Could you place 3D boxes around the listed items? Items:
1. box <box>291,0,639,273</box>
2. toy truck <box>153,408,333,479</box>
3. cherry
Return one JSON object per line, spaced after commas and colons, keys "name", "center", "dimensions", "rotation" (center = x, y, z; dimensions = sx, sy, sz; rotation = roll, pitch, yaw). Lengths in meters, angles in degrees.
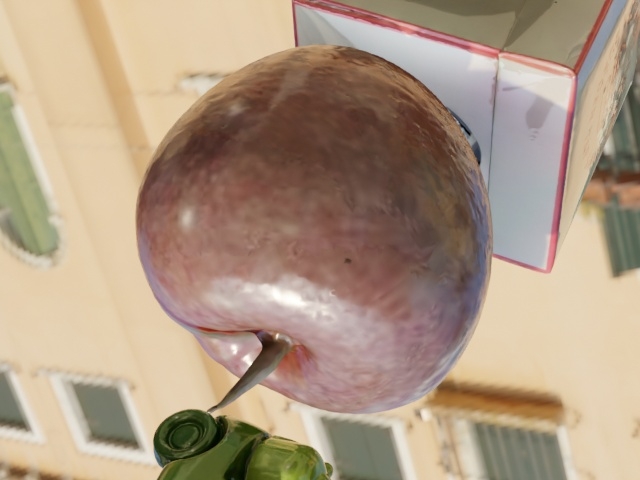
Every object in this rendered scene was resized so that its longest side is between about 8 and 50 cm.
{"name": "box", "center": [0.166, -0.206, 1.628], "dimensions": [0.300, 0.314, 0.312], "rotation": [17, -125, 16]}
{"name": "toy truck", "center": [-0.058, 0.235, 1.260], "dimensions": [0.211, 0.148, 0.187], "rotation": [-5, -139, 15]}
{"name": "cherry", "center": [0.000, 0.000, 0.996], "dimensions": [0.213, 0.236, 0.285], "rotation": [-3, -135, 39]}
